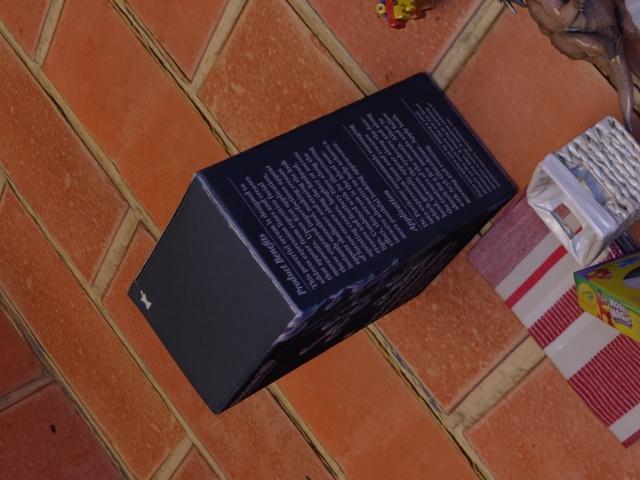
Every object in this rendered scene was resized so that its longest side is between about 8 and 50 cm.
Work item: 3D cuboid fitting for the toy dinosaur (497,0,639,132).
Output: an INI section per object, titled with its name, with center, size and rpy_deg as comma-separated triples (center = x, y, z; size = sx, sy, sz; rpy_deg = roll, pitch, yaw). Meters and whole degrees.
[toy dinosaur]
center = 0.267, -0.261, 1.507
size = 0.295, 0.127, 0.200
rpy_deg = 55, 157, -18

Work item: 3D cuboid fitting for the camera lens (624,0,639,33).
[camera lens]
center = 0.402, -0.258, 1.098
size = 0.274, 0.219, 0.219
rpy_deg = -33, 86, 54

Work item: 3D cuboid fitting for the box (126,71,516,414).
[box]
center = 0.000, 0.000, 1.754
size = 0.212, 0.395, 0.293
rpy_deg = 54, 144, 12

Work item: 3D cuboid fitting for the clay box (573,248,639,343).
[clay box]
center = 0.380, 0.061, 1.486
size = 0.222, 0.127, 0.053
rpy_deg = -143, 36, -72

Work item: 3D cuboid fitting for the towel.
[towel]
center = 0.334, 0.085, 1.708
size = 0.329, 0.037, 0.237
rpy_deg = 52, 144, 13

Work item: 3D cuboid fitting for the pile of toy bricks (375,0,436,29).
[pile of toy bricks]
center = 0.116, -0.365, 1.648
size = 0.105, 0.118, 0.212
rpy_deg = -9, 89, 24

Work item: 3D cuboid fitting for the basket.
[basket]
center = 0.309, -0.055, 1.537
size = 0.113, 0.103, 0.167
rpy_deg = 52, 176, 12
